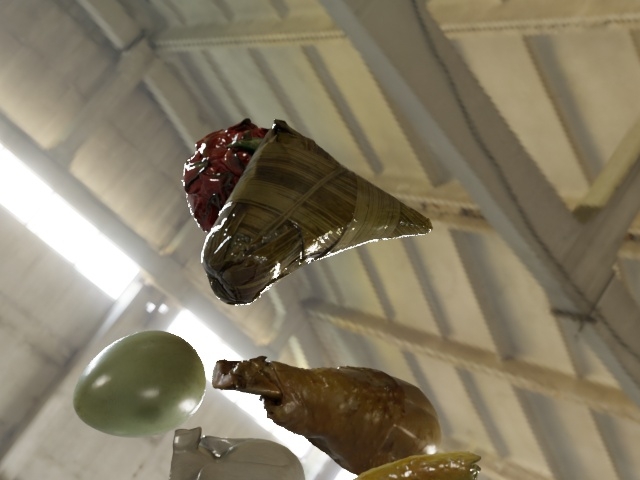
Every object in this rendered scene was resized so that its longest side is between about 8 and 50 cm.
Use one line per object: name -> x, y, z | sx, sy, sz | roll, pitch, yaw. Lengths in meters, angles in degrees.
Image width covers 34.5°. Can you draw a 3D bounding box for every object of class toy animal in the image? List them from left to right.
toy animal -> -0.159, 0.460, 1.977 | 0.265, 0.206, 0.271 | 4, 5, -3

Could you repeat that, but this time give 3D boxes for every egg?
egg -> -0.377, 0.305, 2.146 | 0.218, 0.295, 0.218 | 18, -65, 42

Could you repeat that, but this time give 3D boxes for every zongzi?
zongzi -> 0.000, 0.000, 1.466 | 0.288, 0.286, 0.134 | 28, -34, -3

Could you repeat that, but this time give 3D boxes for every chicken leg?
chicken leg -> -0.011, 0.286, 1.752 | 0.409, 0.182, 0.295 | 19, -9, -24

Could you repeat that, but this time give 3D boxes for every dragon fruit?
dragon fruit -> -0.138, -0.074, 1.826 | 0.234, 0.234, 0.293 | 30, -42, 19

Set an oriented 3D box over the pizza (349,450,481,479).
pizza -> 0.113, 0.398, 1.214 | 0.075, 0.280, 0.287 | 36, 23, -57
